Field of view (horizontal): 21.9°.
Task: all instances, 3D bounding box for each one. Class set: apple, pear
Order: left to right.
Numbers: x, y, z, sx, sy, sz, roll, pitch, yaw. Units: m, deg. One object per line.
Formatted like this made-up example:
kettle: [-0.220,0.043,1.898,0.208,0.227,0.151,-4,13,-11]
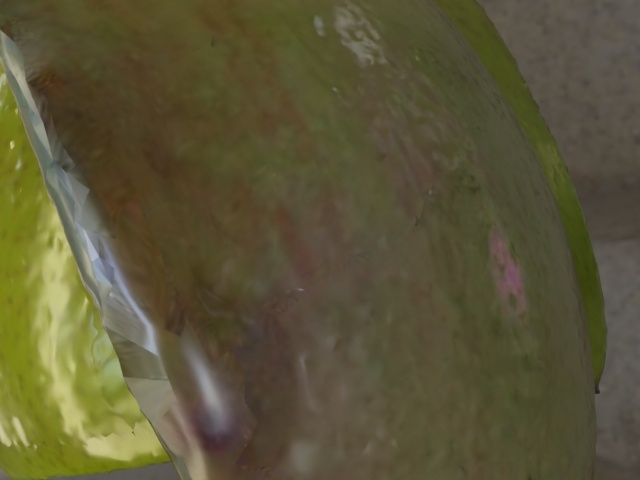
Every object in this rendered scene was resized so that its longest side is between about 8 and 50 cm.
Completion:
pear: [-0.057,-0.040,0.853,0.342,0.318,0.238,-13,-9,39]
apple: [0.000,0.000,0.439,0.120,0.265,0.193,-27,-16,10]
